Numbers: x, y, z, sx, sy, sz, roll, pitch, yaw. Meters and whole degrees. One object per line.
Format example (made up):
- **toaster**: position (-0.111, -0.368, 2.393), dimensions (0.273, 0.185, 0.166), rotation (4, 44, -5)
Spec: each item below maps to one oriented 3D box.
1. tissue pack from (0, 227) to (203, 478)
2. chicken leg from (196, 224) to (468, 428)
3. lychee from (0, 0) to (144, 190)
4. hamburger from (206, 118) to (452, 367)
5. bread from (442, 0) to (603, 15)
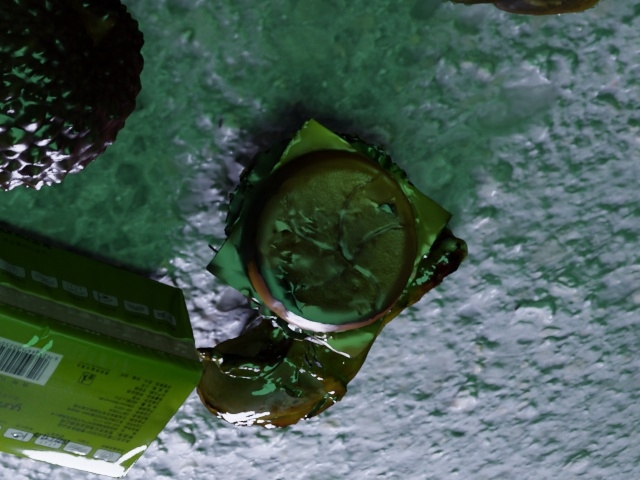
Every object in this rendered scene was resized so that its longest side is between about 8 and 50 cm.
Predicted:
- **tissue pack**: position (-0.306, 0.128, 1.532), dimensions (0.274, 0.167, 0.200), rotation (20, 122, -34)
- **chicken leg**: position (0.017, 0.122, 1.674), dimensions (0.361, 0.140, 0.211), rotation (-26, 162, -17)
- **lychee**: position (-0.302, -0.155, 1.252), dimensions (0.271, 0.271, 0.271), rotation (-10, 132, -12)
- **hamburger**: position (0.000, 0.000, 1.515), dimensions (0.243, 0.138, 0.262), rotation (37, 84, -16)
- **bread**: position (0.222, -0.312, 1.356), dimensions (0.209, 0.110, 0.192), rotation (3, 149, -23)
